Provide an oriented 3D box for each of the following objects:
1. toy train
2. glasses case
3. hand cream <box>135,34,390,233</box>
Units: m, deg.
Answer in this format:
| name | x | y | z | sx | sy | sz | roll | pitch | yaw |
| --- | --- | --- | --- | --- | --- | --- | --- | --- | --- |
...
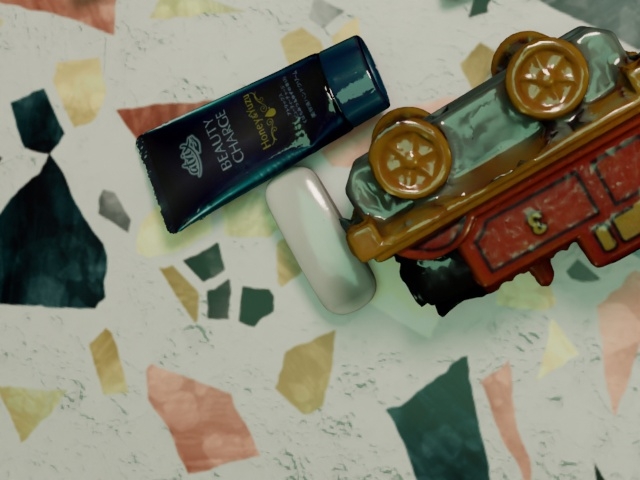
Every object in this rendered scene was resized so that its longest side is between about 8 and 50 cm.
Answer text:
| name | x | y | z | sx | sy | sz | roll | pitch | yaw |
| --- | --- | --- | --- | --- | --- | --- | --- | --- | --- |
| toy train | 0.198 | -0.068 | 1.114 | 0.369 | 0.163 | 0.231 | -30 | 97 | 10 |
| glasses case | 0.000 | 0.000 | 1.205 | 0.063 | 0.041 | 0.164 | -30 | 89 | 12 |
| hand cream | -0.061 | -0.114 | 1.201 | 0.270 | 0.061 | 0.120 | -26 | 74 | 15 |
